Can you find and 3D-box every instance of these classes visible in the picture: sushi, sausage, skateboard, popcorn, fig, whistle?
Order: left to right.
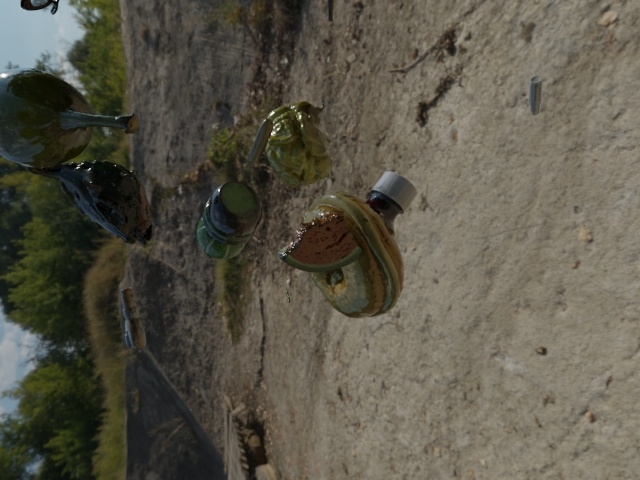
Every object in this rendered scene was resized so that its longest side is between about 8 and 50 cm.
[{"bbox_3d":[-0.587,-0.554,0.846,0.067,0.080,0.152,29,103,33],"label":"skateboard"},{"bbox_3d":[-0.377,-0.161,0.583,0.259,0.151,0.152,23,115,29],"label":"fig"},{"bbox_3d":[-0.477,-0.110,0.896,0.149,0.287,0.140,-41,16,19],"label":"sushi"},{"bbox_3d":[-0.605,0.259,1.294,0.107,0.057,0.220,8,107,55],"label":"whistle"},{"bbox_3d":[-0.108,-0.175,0.722,0.132,0.024,0.024,139,128,-63],"label":"sausage"},{"bbox_3d":[-0.043,-0.221,0.912,0.173,0.168,0.195,-44,28,27],"label":"popcorn"}]

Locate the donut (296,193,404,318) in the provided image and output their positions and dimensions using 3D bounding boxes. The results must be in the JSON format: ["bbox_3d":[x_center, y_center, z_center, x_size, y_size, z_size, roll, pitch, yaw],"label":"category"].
[{"bbox_3d":[0.094,0.054,1.337,0.449,0.198,0.449,39,143,37],"label":"donut"}]

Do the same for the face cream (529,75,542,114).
[{"bbox_3d":[0.660,-0.440,1.239,0.130,0.034,0.034,55,-169,-48],"label":"face cream"}]

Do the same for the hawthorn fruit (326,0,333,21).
[{"bbox_3d":[0.021,-0.624,0.874,0.230,0.210,0.266,28,133,21],"label":"hawthorn fruit"}]

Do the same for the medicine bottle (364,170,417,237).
[{"bbox_3d":[0.228,-0.099,1.695,0.395,0.242,0.242,-57,25,-1],"label":"medicine bottle"}]

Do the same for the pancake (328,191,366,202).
[{"bbox_3d":[0.130,-0.086,2.142,0.071,0.381,0.382,-80,8,-48],"label":"pancake"}]

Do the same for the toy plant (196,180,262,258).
[{"bbox_3d":[-0.159,-0.026,0.686,0.162,0.092,0.093,-48,45,50],"label":"toy plant"}]

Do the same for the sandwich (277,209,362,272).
[{"bbox_3d":[-0.008,0.008,1.055,0.079,0.235,0.159,32,136,51],"label":"sandwich"}]

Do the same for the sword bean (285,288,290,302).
[{"bbox_3d":[-0.136,0.231,1.683,0.083,0.012,0.012,-115,33,-55],"label":"sword bean"}]
